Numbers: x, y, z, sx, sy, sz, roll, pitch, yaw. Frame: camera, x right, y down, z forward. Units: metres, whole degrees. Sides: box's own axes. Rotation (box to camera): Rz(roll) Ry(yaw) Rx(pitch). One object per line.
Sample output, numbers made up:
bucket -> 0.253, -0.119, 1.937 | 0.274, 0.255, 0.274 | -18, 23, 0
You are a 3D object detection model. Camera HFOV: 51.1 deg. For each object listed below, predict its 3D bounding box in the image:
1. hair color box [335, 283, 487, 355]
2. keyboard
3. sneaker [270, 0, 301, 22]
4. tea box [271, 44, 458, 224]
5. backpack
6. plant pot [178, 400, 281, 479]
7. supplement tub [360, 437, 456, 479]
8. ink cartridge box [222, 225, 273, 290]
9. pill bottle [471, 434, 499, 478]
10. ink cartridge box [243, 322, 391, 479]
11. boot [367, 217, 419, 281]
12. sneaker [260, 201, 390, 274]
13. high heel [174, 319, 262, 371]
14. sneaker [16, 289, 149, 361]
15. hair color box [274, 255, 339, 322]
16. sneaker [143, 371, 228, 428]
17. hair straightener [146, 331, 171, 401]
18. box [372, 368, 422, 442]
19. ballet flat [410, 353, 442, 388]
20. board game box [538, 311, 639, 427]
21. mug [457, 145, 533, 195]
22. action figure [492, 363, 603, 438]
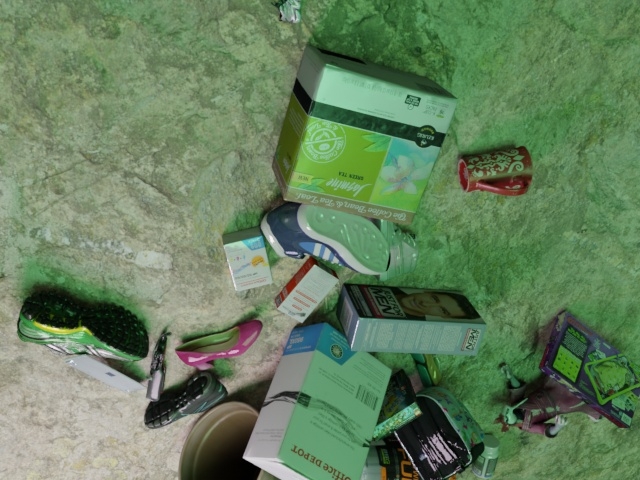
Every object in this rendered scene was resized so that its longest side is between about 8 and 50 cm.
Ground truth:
hair color box -> 0.250, 0.222, 1.879 | 0.374, 0.185, 0.113 | 5, 115, -16
keyboard -> -0.573, 0.360, 1.800 | 0.072, 0.014, 0.256 | -19, 143, 18
sneaker -> -0.077, -0.536, 1.492 | 0.069, 0.038, 0.098 | -3, 117, -12
tea box -> 0.091, -0.246, 1.578 | 0.329, 0.220, 0.323 | 10, 115, -17
backpack -> 0.349, 0.572, 2.014 | 0.225, 0.253, 0.191 | -47, 163, 33
plant pot -> -0.207, 0.671, 1.967 | 0.323, 0.323, 0.280 | -38, 135, 8
supplement tub -> 0.244, 0.738, 2.135 | 0.338, 0.207, 0.207 | 4, 116, -16
ink cartridge box -> -0.188, 0.064, 1.766 | 0.104, 0.061, 0.181 | -14, 120, -5
pill bottle -> 0.566, 0.736, 2.282 | 0.078, 0.078, 0.137 | -1, 117, -13
ink cartridge box -> 0.001, 0.471, 1.833 | 0.285, 0.395, 0.166 | 39, 145, -27
boot -> 0.202, -0.010, 1.811 | 0.123, 0.095, 0.258 | -14, 128, -12
sneaker -> 0.000, 0.000, 1.728 | 0.323, 0.236, 0.130 | 30, 65, -34
high heel -> -0.280, 0.273, 1.845 | 0.244, 0.082, 0.117 | -31, 131, 19
sneaker -> -0.611, 0.239, 1.742 | 0.343, 0.134, 0.146 | 24, 130, -24
hair color box -> -0.039, 0.136, 1.844 | 0.093, 0.053, 0.167 | 33, 104, -27
sneaker -> -0.386, 0.475, 1.915 | 0.267, 0.101, 0.106 | -30, 138, 15
hair straightener -> -0.444, 0.351, 1.841 | 0.047, 0.089, 0.230 | 18, 113, -4
box -> 0.205, 0.484, 1.978 | 0.159, 0.233, 0.044 | -33, 102, 6
ballet flat -> 0.319, 0.356, 2.042 | 0.073, 0.080, 0.232 | -38, 126, -24
board game box -> 0.846, 0.401, 2.072 | 0.347, 0.056, 0.208 | 36, 67, -10
mug -> 0.458, -0.179, 1.745 | 0.169, 0.150, 0.113 | -8, 104, -4
action figure -> 0.723, 0.520, 2.175 | 0.370, 0.248, 0.276 | -26, 147, 0
